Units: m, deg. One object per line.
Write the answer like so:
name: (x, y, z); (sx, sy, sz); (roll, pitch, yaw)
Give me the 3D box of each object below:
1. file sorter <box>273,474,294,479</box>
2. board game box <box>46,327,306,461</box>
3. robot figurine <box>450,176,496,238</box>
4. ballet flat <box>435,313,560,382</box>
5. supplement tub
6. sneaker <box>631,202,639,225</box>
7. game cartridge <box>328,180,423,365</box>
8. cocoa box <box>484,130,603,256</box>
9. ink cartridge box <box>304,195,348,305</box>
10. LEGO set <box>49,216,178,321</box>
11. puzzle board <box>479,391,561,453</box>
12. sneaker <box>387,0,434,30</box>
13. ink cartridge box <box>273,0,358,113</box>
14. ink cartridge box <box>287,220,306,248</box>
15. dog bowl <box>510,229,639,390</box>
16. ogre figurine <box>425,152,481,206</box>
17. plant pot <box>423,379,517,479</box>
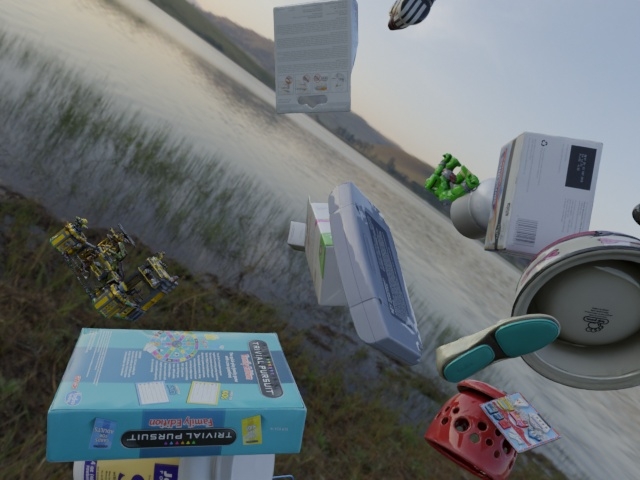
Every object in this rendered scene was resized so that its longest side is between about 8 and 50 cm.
file sorter: (-0.100, 0.710, 1.370); (0.118, 0.105, 0.170); (7, 20, -28)
board game box: (-0.215, 0.228, 0.828); (0.335, 0.079, 0.254); (5, 14, -16)
robot figurine: (0.599, -0.113, 1.910); (0.300, 0.200, 0.353); (43, -10, -3)
ballet flat: (0.342, 0.199, 1.052); (0.086, 0.248, 0.086); (62, 10, -19)
supplement tub: (-0.281, 0.437, 1.059); (0.331, 0.241, 0.241); (-3, -1, 17)
sneaker: (0.932, -0.055, 1.459); (0.271, 0.101, 0.108); (2, -15, -33)
game cartridge: (0.090, 0.053, 0.911); (0.198, 0.062, 0.298); (33, 38, -49)
cocoa box: (0.650, -0.118, 1.576); (0.231, 0.348, 0.228); (10, -1, 2)
ink cartridge box: (0.032, 0.018, 1.610); (0.119, 0.207, 0.353); (0, 28, -10)
LEGO set: (-0.536, 0.055, 1.431); (0.331, 0.192, 0.255); (47, -7, 25)
puzzle board: (0.390, 0.354, 1.045); (0.096, 0.011, 0.128); (-14, 30, -14)
sneaker: (0.270, -0.683, 1.450); (0.106, 0.281, 0.162); (44, -14, -17)
ink cartridge box: (-0.011, -0.403, 1.177); (0.188, 0.233, 0.066); (4, 16, 22)
ink cartridge box: (0.000, 0.000, 2.005); (0.219, 0.093, 0.160); (8, -8, 7)
dog bowl: (0.658, 0.156, 1.263); (0.407, 0.408, 0.150); (35, 31, -7)
ogre figurine: (0.361, -0.169, 1.494); (0.096, 0.118, 0.197); (29, 22, -48)
plant pot: (0.354, 0.423, 1.191); (0.191, 0.174, 0.191); (30, -20, 12)
